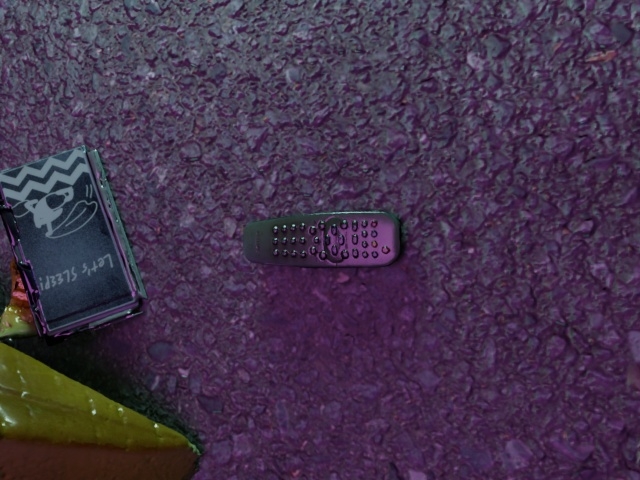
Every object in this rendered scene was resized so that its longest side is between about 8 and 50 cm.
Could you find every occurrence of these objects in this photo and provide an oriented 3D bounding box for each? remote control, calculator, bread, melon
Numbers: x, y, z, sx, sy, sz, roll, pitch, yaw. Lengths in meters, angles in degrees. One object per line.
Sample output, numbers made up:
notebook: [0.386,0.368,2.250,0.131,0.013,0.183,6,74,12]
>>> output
remote control: [0.000,0.000,1.173,0.222,0.042,0.072,-1,91,26]
calculator: [-0.369,0.002,1.335,0.166,0.028,0.274,-19,80,-6]
bread: [-0.377,0.285,1.264,0.233,0.362,0.245,-57,41,21]
melon: [-0.418,0.084,1.372,0.128,0.079,0.160,12,74,5]

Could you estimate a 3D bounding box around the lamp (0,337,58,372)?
lamp: [-0.441,0.261,1.363,0.118,0.118,0.253,0,96,27]
